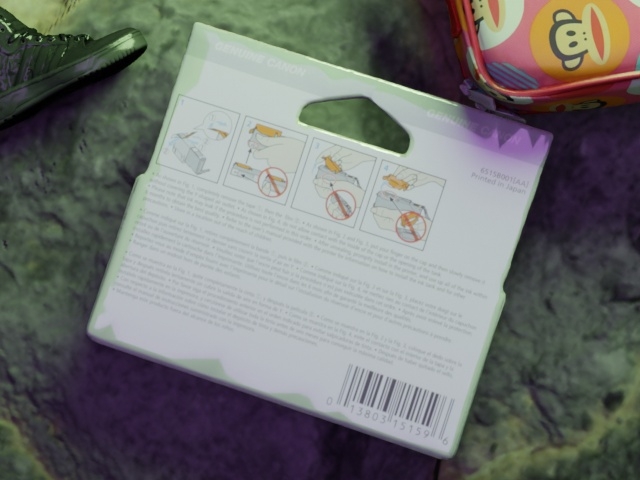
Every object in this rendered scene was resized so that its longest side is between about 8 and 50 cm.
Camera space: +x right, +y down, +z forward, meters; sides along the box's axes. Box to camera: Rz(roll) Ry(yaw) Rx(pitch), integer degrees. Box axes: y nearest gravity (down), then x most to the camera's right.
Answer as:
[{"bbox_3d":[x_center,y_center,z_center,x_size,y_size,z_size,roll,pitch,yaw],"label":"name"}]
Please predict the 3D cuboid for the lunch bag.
[{"bbox_3d":[0.170,-0.235,1.014,0.258,0.120,0.293,-9,86,5],"label":"lunch bag"}]

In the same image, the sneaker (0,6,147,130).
[{"bbox_3d":[-0.220,-0.139,1.073,0.170,0.051,0.089,-27,89,6],"label":"sneaker"}]

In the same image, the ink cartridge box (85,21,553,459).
[{"bbox_3d":[0.000,0.000,1.044,0.275,0.060,0.238,18,87,6],"label":"ink cartridge box"}]
